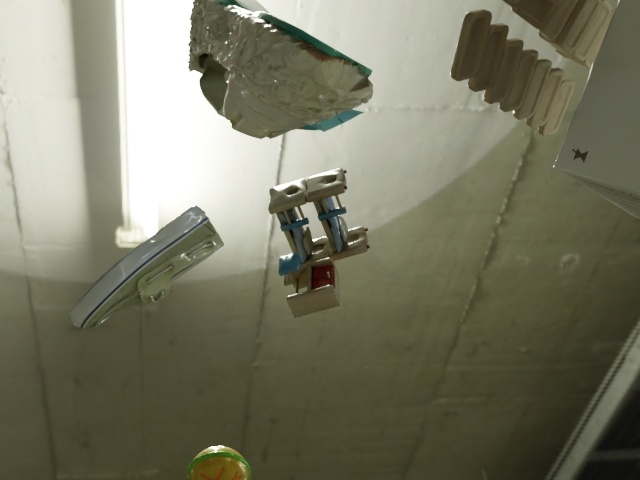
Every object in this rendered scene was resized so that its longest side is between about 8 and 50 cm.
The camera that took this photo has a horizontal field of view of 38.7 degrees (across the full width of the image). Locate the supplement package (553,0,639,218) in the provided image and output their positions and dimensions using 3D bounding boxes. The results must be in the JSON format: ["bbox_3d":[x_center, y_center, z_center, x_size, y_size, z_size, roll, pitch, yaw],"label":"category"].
[{"bbox_3d":[0.384,-0.104,0.844,0.263,0.198,0.199,15,-83,-54],"label":"supplement package"}]

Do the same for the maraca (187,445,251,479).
[{"bbox_3d":[-0.199,0.485,1.847,0.127,0.099,0.185,-13,-47,5],"label":"maraca"}]

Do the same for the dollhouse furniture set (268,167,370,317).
[{"bbox_3d":[0.000,0.000,1.410,0.129,0.183,0.129,-16,-58,10],"label":"dollhouse furniture set"}]

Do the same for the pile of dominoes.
[{"bbox_3d":[0.196,-0.209,0.813,0.251,0.040,0.196,12,-71,-53],"label":"pile of dominoes"}]

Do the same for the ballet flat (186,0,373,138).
[{"bbox_3d":[-0.062,-0.182,0.995,0.147,0.409,0.147,-7,-66,-17],"label":"ballet flat"}]

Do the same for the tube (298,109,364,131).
[{"bbox_3d":[-0.039,-0.185,1.313,0.080,0.207,0.052,-35,-56,-33],"label":"tube"}]

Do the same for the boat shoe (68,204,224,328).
[{"bbox_3d":[-0.290,0.057,1.554,0.094,0.302,0.109,48,-23,0],"label":"boat shoe"}]
